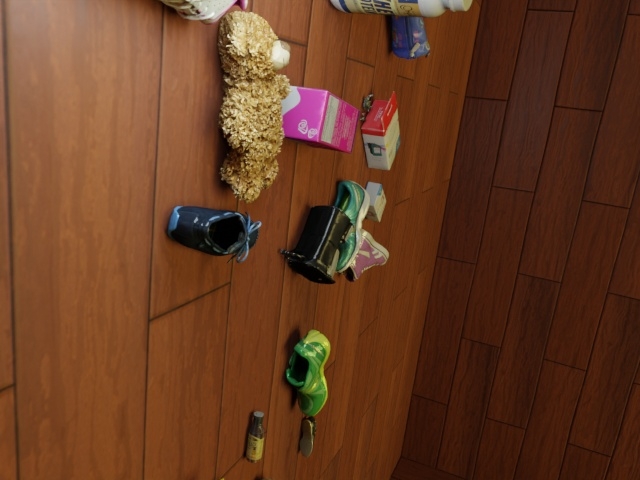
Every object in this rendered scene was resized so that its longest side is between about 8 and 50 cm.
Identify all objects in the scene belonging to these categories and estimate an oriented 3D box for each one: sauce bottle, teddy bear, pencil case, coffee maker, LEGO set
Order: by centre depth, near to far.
[{"bbox_3d":[-0.111,-0.234,0.994,0.245,0.113,0.337,-22,123,-67],"label":"teddy bear"},{"bbox_3d":[-0.163,0.494,1.374,0.042,0.042,0.128,-19,116,-66],"label":"sauce bottle"},{"bbox_3d":[0.000,0.000,1.394,0.171,0.120,0.178,60,46,-59],"label":"coffee maker"},{"bbox_3d":[0.136,-0.404,1.652,0.083,0.023,0.054,-63,156,1],"label":"LEGO set"},{"bbox_3d":[0.270,-0.699,1.675,0.306,0.120,0.133,71,15,-52],"label":"pencil case"}]

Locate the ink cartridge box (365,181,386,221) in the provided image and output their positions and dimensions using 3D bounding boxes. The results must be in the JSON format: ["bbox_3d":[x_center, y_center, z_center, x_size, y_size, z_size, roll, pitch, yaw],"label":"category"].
[{"bbox_3d":[0.185,-0.132,1.881,0.122,0.052,0.088,61,46,-62],"label":"ink cartridge box"}]

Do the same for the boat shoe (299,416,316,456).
[{"bbox_3d":[-0.037,0.633,1.758,0.042,0.049,0.133,-13,109,-58],"label":"boat shoe"}]

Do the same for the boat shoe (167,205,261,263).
[{"bbox_3d":[-0.173,-0.003,0.995,0.258,0.089,0.109,-6,107,-68],"label":"boat shoe"}]

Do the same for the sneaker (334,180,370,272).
[{"bbox_3d":[0.058,-0.043,1.587,0.110,0.107,0.275,26,72,-49],"label":"sneaker"}]

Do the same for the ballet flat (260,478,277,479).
[{"bbox_3d":[-0.187,0.775,1.400,0.124,0.116,0.342,57,45,-35],"label":"ballet flat"}]

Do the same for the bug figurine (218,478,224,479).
[{"bbox_3d":[-0.261,0.640,1.162,0.216,0.072,0.278,51,49,-71],"label":"bug figurine"}]

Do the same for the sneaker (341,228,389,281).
[{"bbox_3d":[0.132,0.070,1.816,0.282,0.102,0.161,35,72,-56],"label":"sneaker"}]

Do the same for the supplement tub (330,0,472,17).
[{"bbox_3d":[0.188,-0.631,1.235,0.228,0.316,0.228,13,90,-69],"label":"supplement tub"}]

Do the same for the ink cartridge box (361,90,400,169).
[{"bbox_3d":[0.194,-0.352,1.743,0.231,0.078,0.134,72,36,-53],"label":"ink cartridge box"}]

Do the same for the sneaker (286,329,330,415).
[{"bbox_3d":[-0.048,0.385,1.552,0.124,0.109,0.295,-23,128,-37],"label":"sneaker"}]

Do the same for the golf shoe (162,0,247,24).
[{"bbox_3d":[-0.179,-0.360,0.753,0.306,0.115,0.140,-50,149,-48],"label":"golf shoe"}]

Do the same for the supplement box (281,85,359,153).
[{"bbox_3d":[-0.004,-0.271,1.240,0.220,0.111,0.113,-2,104,-68],"label":"supplement box"}]
